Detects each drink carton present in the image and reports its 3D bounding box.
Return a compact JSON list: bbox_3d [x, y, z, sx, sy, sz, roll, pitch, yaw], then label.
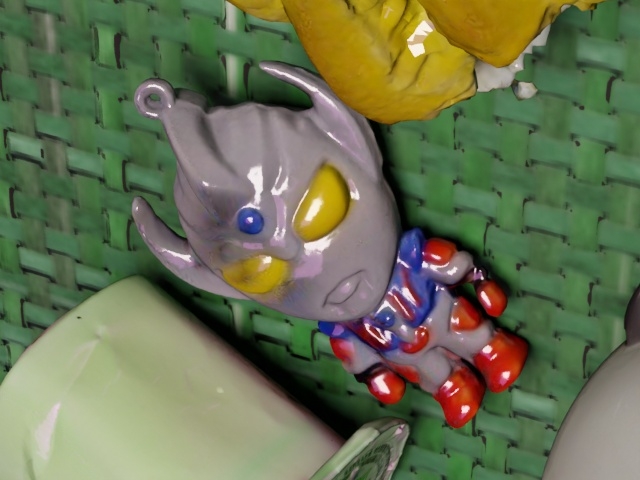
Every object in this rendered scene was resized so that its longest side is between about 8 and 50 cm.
[{"bbox_3d":[-0.063,0.100,0.862,0.142,0.146,0.144,40,143,17],"label":"drink carton"}]

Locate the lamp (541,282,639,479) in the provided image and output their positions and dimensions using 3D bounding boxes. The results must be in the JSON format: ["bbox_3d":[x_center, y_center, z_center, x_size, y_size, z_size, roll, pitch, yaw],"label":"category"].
[{"bbox_3d":[0.196,0.116,0.699,0.244,0.198,0.198,19,128,2],"label":"lamp"}]

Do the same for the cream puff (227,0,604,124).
[{"bbox_3d":[0.052,-0.134,0.624,0.221,0.195,0.195,-29,102,36],"label":"cream puff"}]

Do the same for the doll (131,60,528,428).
[{"bbox_3d":[-0.001,0.001,0.813,0.194,0.062,0.104,41,138,-9],"label":"doll"}]
